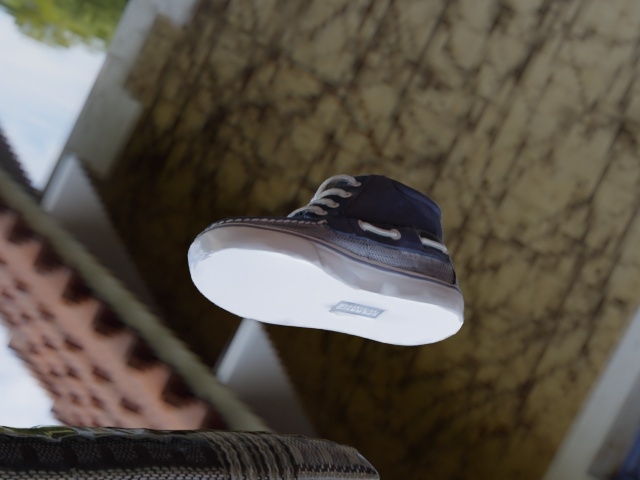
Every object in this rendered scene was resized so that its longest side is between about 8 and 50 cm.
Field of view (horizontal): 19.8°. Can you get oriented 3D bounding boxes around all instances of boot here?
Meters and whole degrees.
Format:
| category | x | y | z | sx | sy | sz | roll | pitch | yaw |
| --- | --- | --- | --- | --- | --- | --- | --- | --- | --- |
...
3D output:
| category | x | y | z | sx | sy | sz | roll | pitch | yaw |
| --- | --- | --- | --- | --- | --- | --- | --- | --- | --- |
| boot | 0.000 | 0.000 | 1.036 | 0.190 | 0.069 | 0.086 | 18 | -129 | -41 |

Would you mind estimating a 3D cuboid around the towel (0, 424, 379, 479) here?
| category | x | y | z | sx | sy | sz | roll | pitch | yaw |
| --- | --- | --- | --- | --- | --- | --- | --- | --- | --- |
| towel | -0.195 | 0.115 | 0.676 | 0.324 | 0.056 | 0.312 | -15 | 165 | 36 |
